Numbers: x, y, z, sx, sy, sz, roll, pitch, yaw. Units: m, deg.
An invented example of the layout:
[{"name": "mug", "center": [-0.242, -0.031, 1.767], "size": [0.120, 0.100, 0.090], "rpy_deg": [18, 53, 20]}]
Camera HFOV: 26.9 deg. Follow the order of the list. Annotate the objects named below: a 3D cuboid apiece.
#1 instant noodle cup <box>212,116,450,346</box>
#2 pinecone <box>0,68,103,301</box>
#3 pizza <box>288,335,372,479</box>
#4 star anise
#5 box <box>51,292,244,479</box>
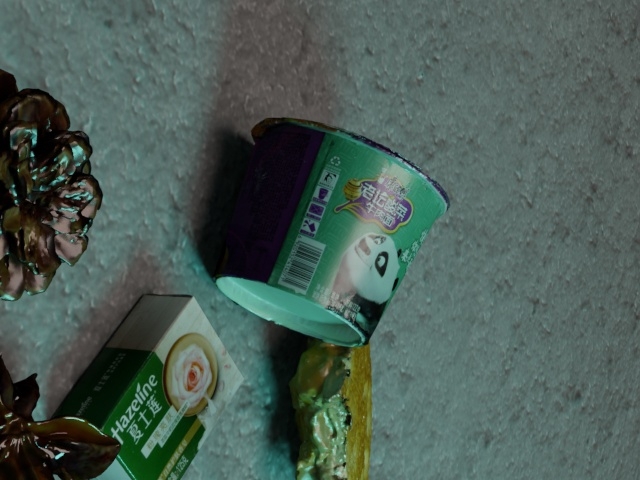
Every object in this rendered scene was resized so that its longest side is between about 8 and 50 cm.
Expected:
[{"name": "instant noodle cup", "center": [0.000, 0.000, 1.543], "size": [0.251, 0.251, 0.190], "rpy_deg": [40, 67, -48]}, {"name": "pinecone", "center": [-0.288, -0.040, 1.152], "size": [0.221, 0.221, 0.221], "rpy_deg": [-3, 93, -55]}, {"name": "pizza", "center": [0.014, 0.217, 1.665], "size": [0.223, 0.089, 0.323], "rpy_deg": [-44, 135, -71]}, {"name": "star anise", "center": [-0.300, 0.189, 1.221], "size": [0.220, 0.126, 0.190], "rpy_deg": [46, 50, -11]}, {"name": "box", "center": [-0.180, 0.170, 1.420], "size": [0.199, 0.081, 0.135], "rpy_deg": [-60, 135, -38]}]
